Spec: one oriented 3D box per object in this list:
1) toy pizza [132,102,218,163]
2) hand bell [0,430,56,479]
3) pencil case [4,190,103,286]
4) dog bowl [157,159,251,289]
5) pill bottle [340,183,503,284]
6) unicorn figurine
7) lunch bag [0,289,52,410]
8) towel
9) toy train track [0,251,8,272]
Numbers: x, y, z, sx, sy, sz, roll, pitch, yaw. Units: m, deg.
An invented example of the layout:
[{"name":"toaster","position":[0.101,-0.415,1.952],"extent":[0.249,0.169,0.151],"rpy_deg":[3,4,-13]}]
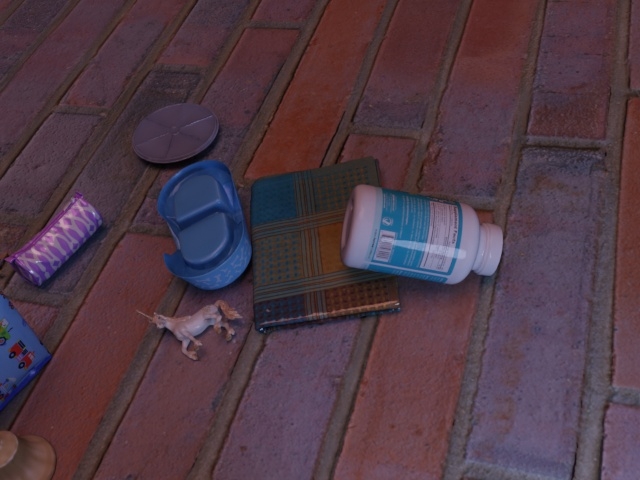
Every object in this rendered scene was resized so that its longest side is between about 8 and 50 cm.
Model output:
[{"name":"toy pizza","position":[-0.328,-0.239,1.726],"extent":[0.201,0.032,0.201],"rpy_deg":[-5,48,6]},{"name":"hand bell","position":[-0.513,0.299,1.155],"extent":[0.126,0.242,0.126],"rpy_deg":[-6,48,7]},{"name":"pencil case","position":[-0.529,-0.003,1.526],"extent":[0.086,0.088,0.206],"rpy_deg":[18,56,28]},{"name":"dog bowl","position":[-0.220,-0.029,1.475],"extent":[0.166,0.074,0.297],"rpy_deg":[-25,48,7]},{"name":"pill bottle","position":[0.174,-0.005,1.315],"extent":[0.264,0.146,0.146],"rpy_deg":[11,49,-6]},{"name":"unicorn figurine","position":[-0.229,0.153,1.353],"extent":[0.162,0.060,0.111],"rpy_deg":[-18,46,-26]},{"name":"lunch bag","position":[-0.620,0.231,1.251],"extent":[0.138,0.221,0.293],"rpy_deg":[13,53,22]},{"name":"towel","position":[0.000,0.000,1.446],"extent":[0.271,0.040,0.370],"rpy_deg":[-10,50,5]},{"name":"toy train track","position":[-0.660,0.058,1.551],"extent":[0.048,0.014,0.083],"rpy_deg":[-4,43,18]}]
